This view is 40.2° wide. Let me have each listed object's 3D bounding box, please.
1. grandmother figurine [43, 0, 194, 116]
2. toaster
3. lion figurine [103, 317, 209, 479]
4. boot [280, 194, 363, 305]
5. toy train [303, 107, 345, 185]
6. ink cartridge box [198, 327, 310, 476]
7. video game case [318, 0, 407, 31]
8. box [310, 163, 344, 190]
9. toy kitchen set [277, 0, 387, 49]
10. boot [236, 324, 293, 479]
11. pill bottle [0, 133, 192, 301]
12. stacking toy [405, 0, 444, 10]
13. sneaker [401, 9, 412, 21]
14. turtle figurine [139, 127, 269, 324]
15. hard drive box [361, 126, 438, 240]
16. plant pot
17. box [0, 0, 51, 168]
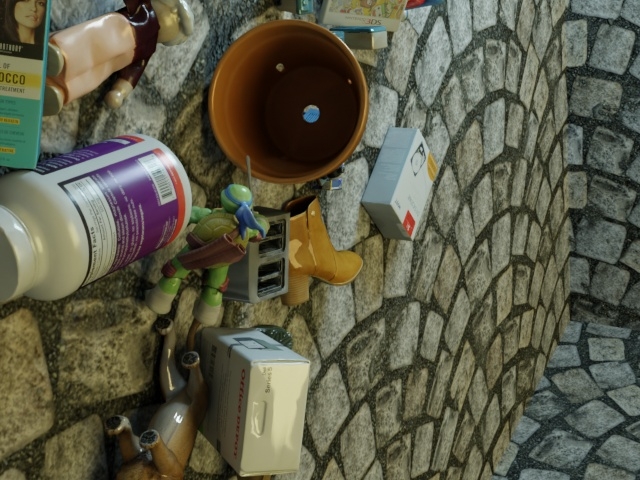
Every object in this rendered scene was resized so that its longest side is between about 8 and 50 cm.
[{"bbox_3d":[-0.305,-0.306,1.315,0.342,0.104,0.208,-44,161,-51],"label":"grandmother figurine"},{"bbox_3d":[-0.138,0.024,1.665,0.185,0.110,0.168,-14,108,-58],"label":"toaster"},{"bbox_3d":[-0.260,0.325,1.503,0.240,0.142,0.392,80,29,-42],"label":"lion figurine"},{"bbox_3d":[-0.001,0.000,1.907,0.295,0.104,0.211,-27,120,-51],"label":"boot"},{"bbox_3d":[-0.009,-0.195,1.834,0.080,0.105,0.184,-51,138,-27],"label":"toy train"},{"bbox_3d":[-0.129,0.279,1.569,0.114,0.273,0.199,3,96,-25],"label":"ink cartridge box"},{"bbox_3d":[0.113,-0.566,1.880,0.206,0.026,0.227,-3,124,-32],"label":"video game case"},{"bbox_3d":[0.018,-0.197,1.942,0.059,0.054,0.169,-12,108,-59],"label":"box"},{"bbox_3d":[0.025,-0.466,1.780,0.207,0.122,0.166,-22,116,-44],"label":"toy kitchen set"},{"bbox_3d":[-0.123,0.337,1.780,0.236,0.089,0.270,-104,-154,-63],"label":"boot"},{"bbox_3d":[-0.340,-0.031,1.226,0.323,0.181,0.182,-32,124,-53],"label":"pill bottle"},{"bbox_3d":[0.134,-0.602,1.981,0.301,0.175,0.166,-19,106,-42],"label":"stacking toy"},{"bbox_3d":[0.244,-0.659,2.150,0.091,0.126,0.240,0,97,-60],"label":"sneaker"},{"bbox_3d":[-0.198,-0.012,1.490,0.197,0.274,0.266,-5,127,-52],"label":"turtle figurine"},{"bbox_3d":[0.207,-0.144,2.251,0.181,0.089,0.232,51,54,-51],"label":"hard drive box"},{"bbox_3d":[-0.038,-0.245,1.633,0.203,0.290,0.291,-5,102,-76],"label":"plant pot"},{"bbox_3d":[-0.398,-0.218,1.103,0.060,0.100,0.244,-122,-140,-65],"label":"box"}]
